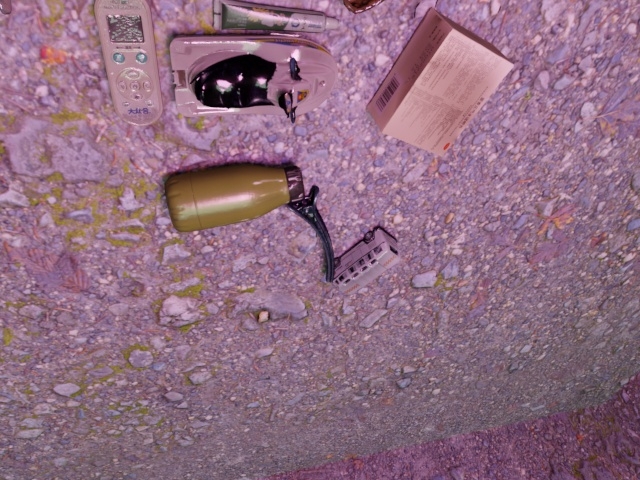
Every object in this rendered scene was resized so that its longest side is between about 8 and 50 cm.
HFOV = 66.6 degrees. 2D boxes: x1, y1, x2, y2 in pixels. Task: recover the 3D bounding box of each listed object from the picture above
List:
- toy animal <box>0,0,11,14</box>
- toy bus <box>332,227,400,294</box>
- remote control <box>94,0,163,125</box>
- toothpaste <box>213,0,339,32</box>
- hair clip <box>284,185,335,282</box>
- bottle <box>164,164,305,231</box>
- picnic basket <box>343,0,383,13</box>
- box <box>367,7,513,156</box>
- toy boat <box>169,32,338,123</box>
[{"bbox_3d":[-0.520,-0.330,0.592,0.250,0.127,0.125,-2,148,2],"label":"toy animal"},{"bbox_3d":[0.107,0.060,1.212,0.193,0.089,0.087,-38,134,20],"label":"toy bus"},{"bbox_3d":[-0.294,-0.282,0.758,0.078,0.042,0.222,-5,134,-14],"label":"remote control"},{"bbox_3d":[-0.067,-0.353,0.777,0.203,0.032,0.049,-3,133,-15],"label":"toothpaste"},{"bbox_3d":[0.000,0.000,1.117,0.083,0.048,0.275,-24,128,-1],"label":"hair clip"},{"bbox_3d":[-0.161,-0.091,0.947,0.259,0.112,0.112,-12,136,-9],"label":"bottle"},{"bbox_3d":[0.105,-0.437,0.736,0.193,0.055,0.110,-27,135,8],"label":"picnic basket"},{"bbox_3d":[0.218,-0.283,0.904,0.167,0.095,0.212,15,128,-29],"label":"box"},{"bbox_3d":[-0.103,-0.259,0.789,0.269,0.141,0.141,3,134,-4],"label":"toy boat"}]
